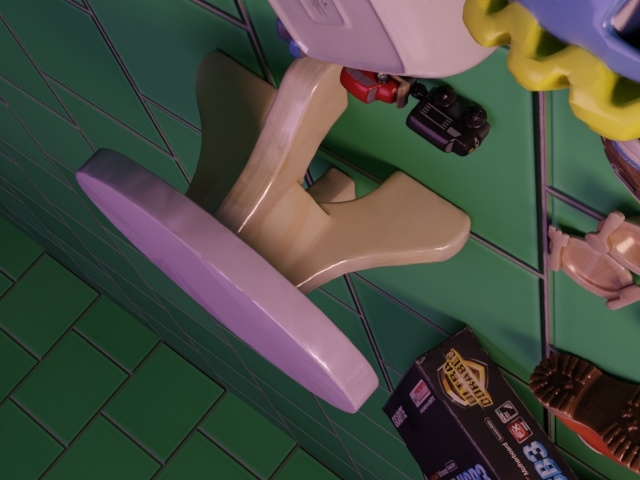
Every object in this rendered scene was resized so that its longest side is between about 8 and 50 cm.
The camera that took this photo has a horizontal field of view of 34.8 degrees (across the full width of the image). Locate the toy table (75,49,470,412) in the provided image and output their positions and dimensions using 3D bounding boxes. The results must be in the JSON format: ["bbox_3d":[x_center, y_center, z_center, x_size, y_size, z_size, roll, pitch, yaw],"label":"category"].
[{"bbox_3d":[-0.031,-0.019,0.764,0.274,0.161,0.252,39,165,7],"label":"toy table"}]

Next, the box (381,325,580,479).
[{"bbox_3d":[0.182,0.252,1.030,0.293,0.073,0.295,54,166,13],"label":"box"}]

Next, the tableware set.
[{"bbox_3d":[0.210,0.038,0.617,0.168,0.020,0.141,39,164,7],"label":"tableware set"}]

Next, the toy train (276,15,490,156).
[{"bbox_3d":[0.031,-0.101,0.622,0.158,0.036,0.027,37,164,14],"label":"toy train"}]

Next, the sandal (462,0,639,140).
[{"bbox_3d":[0.167,-0.067,0.297,0.317,0.126,0.138,39,134,23],"label":"sandal"}]

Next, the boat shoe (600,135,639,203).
[{"bbox_3d":[0.202,-0.005,0.453,0.183,0.066,0.066,47,171,13],"label":"boat shoe"}]

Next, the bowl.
[{"bbox_3d":[0.014,-0.140,0.528,0.142,0.053,0.142,23,155,46],"label":"bowl"}]

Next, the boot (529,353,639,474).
[{"bbox_3d":[0.240,0.149,0.792,0.085,0.059,0.158,49,171,-37],"label":"boot"}]
